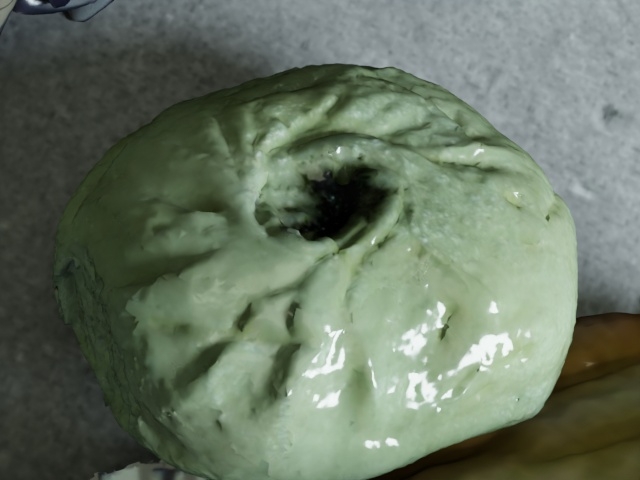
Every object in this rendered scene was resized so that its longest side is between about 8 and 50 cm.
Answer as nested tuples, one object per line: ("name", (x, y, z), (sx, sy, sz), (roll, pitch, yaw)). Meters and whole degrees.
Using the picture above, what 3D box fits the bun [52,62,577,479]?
("bun", (0.003, -0.001, 0.511), (0.221, 0.108, 0.221), (2, 37, -1))

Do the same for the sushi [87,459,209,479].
("sushi", (-0.114, 0.272, 0.491), (0.320, 0.069, 0.339), (-16, 79, -4))

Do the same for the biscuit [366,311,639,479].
("biscuit", (0.136, 0.109, 0.497), (0.274, 0.213, 0.091), (-22, 113, -24))

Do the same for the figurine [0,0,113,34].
("figurine", (-0.170, -0.210, 0.566), (0.145, 0.145, 0.222), (-27, 82, -14))
